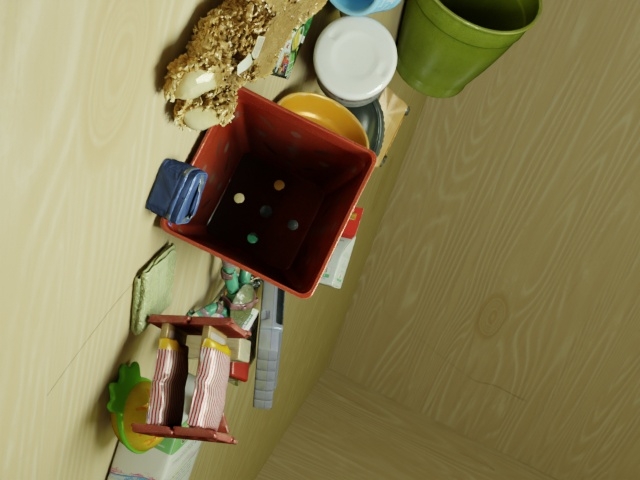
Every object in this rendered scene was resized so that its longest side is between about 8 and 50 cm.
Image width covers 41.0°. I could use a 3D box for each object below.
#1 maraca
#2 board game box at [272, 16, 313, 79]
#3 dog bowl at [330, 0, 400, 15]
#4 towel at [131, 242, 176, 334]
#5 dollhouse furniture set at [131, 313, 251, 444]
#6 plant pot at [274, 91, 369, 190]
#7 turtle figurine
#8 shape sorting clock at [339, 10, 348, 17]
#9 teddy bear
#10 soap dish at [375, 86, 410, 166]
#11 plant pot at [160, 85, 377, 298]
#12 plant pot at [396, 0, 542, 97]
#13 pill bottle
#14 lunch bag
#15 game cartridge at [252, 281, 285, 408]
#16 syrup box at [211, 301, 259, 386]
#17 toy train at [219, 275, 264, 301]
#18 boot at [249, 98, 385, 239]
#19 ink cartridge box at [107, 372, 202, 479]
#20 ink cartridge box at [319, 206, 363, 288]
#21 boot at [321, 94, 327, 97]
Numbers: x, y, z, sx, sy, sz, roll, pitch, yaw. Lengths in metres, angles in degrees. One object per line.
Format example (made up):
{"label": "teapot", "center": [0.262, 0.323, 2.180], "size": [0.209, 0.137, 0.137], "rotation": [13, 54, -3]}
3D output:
{"label": "maraca", "center": [-0.328, 0.300, 1.529], "size": [0.127, 0.099, 0.185], "rotation": [-70, 151, -45]}
{"label": "board game box", "center": [-0.076, -0.352, 1.466], "size": [0.260, 0.030, 0.136], "rotation": [-26, 138, -74]}
{"label": "dog bowl", "center": [0.083, -0.531, 1.513], "size": [0.074, 0.166, 0.297], "rotation": [-41, 157, -39]}
{"label": "towel", "center": [-0.280, 0.084, 1.444], "size": [0.110, 0.027, 0.148], "rotation": [-52, 163, -50]}
{"label": "dollhouse furniture set", "center": [-0.187, 0.265, 1.550], "size": [0.374, 0.152, 0.201], "rotation": [52, 42, -69]}
{"label": "plant pot", "center": [-0.035, -0.160, 1.717], "size": [0.205, 0.205, 0.188], "rotation": [-56, -178, -43]}
{"label": "turtle figurine", "center": [-0.186, 0.110, 1.770], "size": [0.175, 0.118, 0.234], "rotation": [-46, 153, -61]}
{"label": "shape sorting clock", "center": [0.073, -0.549, 1.723], "size": [0.206, 0.040, 0.206], "rotation": [18, 90, -87]}
{"label": "teddy bear", "center": [-0.115, -0.303, 1.226], "size": [0.338, 0.113, 0.245], "rotation": [-58, 163, -1]}
{"label": "soap dish", "center": [0.161, -0.316, 2.412], "size": [0.229, 0.118, 0.291], "rotation": [-64, 177, 10]}
{"label": "plant pot", "center": [-0.089, -0.066, 1.477], "size": [0.267, 0.267, 0.236], "rotation": [-64, -179, -8]}
{"label": "plant pot", "center": [0.381, -0.604, 2.437], "size": [0.366, 0.366, 0.353], "rotation": [-58, 179, -36]}
{"label": "pill bottle", "center": [0.067, -0.355, 1.740], "size": [0.283, 0.160, 0.160], "rotation": [-88, -158, -85]}
{"label": "lunch bag", "center": [-0.216, -0.069, 1.304], "size": [0.098, 0.065, 0.067], "rotation": [-68, 170, 10]}
{"label": "game cartridge", "center": [-0.117, 0.188, 2.026], "size": [0.355, 0.068, 0.230], "rotation": [-89, -170, -46]}
{"label": "syrup box", "center": [-0.206, 0.234, 1.985], "size": [0.096, 0.093, 0.237], "rotation": [-59, 168, -34]}
{"label": "toy train", "center": [-0.159, 0.093, 1.909], "size": [0.158, 0.036, 0.027], "rotation": [-26, 159, -18]}
{"label": "boot", "center": [-0.012, -0.158, 2.005], "size": [0.445, 0.146, 0.367], "rotation": [-29, 136, -60]}
{"label": "ink cartridge box", "center": [-0.329, 0.431, 1.749], "size": [0.278, 0.117, 0.201], "rotation": [-69, 169, 19]}
{"label": "ink cartridge box", "center": [0.000, 0.000, 2.266], "size": [0.056, 0.181, 0.224], "rotation": [26, 79, -57]}
{"label": "boot", "center": [-0.021, -0.275, 1.856], "size": [0.158, 0.059, 0.084], "rotation": [-58, 163, -32]}
